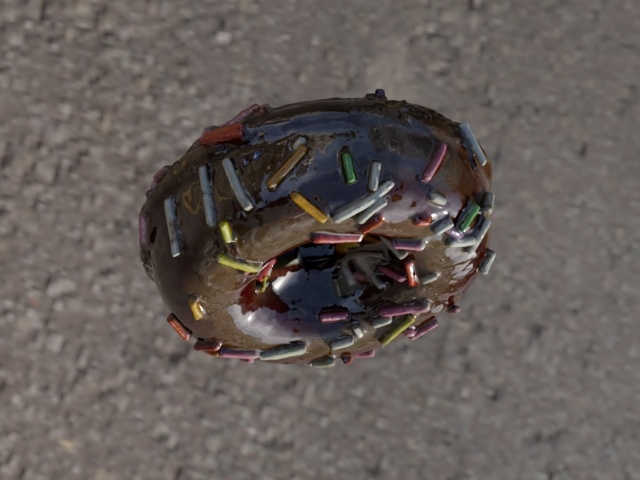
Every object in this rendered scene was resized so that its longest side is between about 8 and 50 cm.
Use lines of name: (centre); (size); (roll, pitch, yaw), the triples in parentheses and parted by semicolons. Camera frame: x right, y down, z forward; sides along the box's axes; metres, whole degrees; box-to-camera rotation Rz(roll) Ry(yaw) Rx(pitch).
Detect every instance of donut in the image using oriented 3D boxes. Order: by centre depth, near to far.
donut: (0.000, 0.000, 1.357); (0.269, 0.269, 0.103); (32, 35, -47)
